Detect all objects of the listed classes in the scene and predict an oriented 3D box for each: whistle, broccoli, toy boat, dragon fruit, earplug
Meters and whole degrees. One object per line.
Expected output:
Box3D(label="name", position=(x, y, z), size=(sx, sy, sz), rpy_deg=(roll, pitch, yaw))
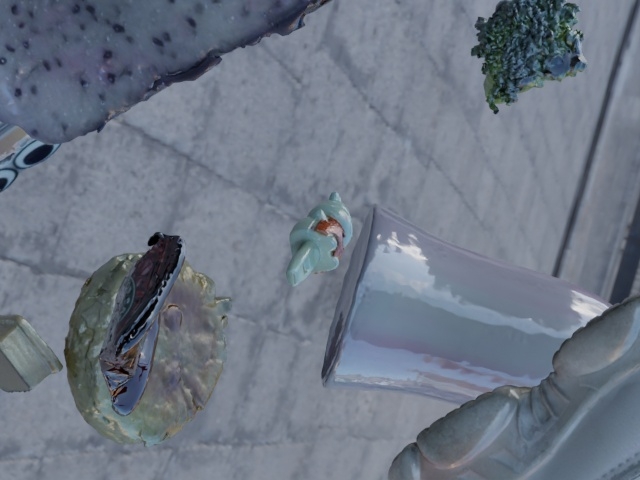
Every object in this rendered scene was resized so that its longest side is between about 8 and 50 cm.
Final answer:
Box3D(label="whistle", position=(-0.002, -0.001, 1.712), size=(0.101, 0.106, 0.253), rpy_deg=(56, 37, -14))
Box3D(label="broccoli", position=(0.304, -0.276, 1.472), size=(0.304, 0.165, 0.145), rpy_deg=(82, -14, -83))
Box3D(label="toy boat", position=(-0.484, 0.174, 1.446), size=(0.061, 0.188, 0.116), rpy_deg=(-46, 113, -34))
Box3D(label="dragon fruit", position=(-0.100, -0.214, 0.584), size=(0.221, 0.283, 0.204), rpy_deg=(54, 37, -19))
Box3D(label="earplug", position=(0.167, 0.087, 0.849), size=(0.172, 0.301, 0.172), rpy_deg=(-165, -90, -88))

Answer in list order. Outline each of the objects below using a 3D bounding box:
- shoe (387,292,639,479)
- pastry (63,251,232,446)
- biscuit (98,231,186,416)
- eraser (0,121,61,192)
Box3D(label="shoe", position=(0.224, 0.151, 0.594), size=(0.351, 0.198, 0.172), rpy_deg=(-39, 153, 30))
Box3D(label="pastry", position=(-0.283, 0.165, 1.517), size=(0.330, 0.136, 0.329), rpy_deg=(7, 82, -57))
Box3D(label="biscuit", position=(-0.208, 0.095, 1.070), size=(0.235, 0.063, 0.151), rpy_deg=(122, -19, -59))
Box3D(label="eraser", position=(-0.465, -0.205, 1.200), size=(0.171, 0.290, 0.087), rpy_deg=(-37, 171, -3))
